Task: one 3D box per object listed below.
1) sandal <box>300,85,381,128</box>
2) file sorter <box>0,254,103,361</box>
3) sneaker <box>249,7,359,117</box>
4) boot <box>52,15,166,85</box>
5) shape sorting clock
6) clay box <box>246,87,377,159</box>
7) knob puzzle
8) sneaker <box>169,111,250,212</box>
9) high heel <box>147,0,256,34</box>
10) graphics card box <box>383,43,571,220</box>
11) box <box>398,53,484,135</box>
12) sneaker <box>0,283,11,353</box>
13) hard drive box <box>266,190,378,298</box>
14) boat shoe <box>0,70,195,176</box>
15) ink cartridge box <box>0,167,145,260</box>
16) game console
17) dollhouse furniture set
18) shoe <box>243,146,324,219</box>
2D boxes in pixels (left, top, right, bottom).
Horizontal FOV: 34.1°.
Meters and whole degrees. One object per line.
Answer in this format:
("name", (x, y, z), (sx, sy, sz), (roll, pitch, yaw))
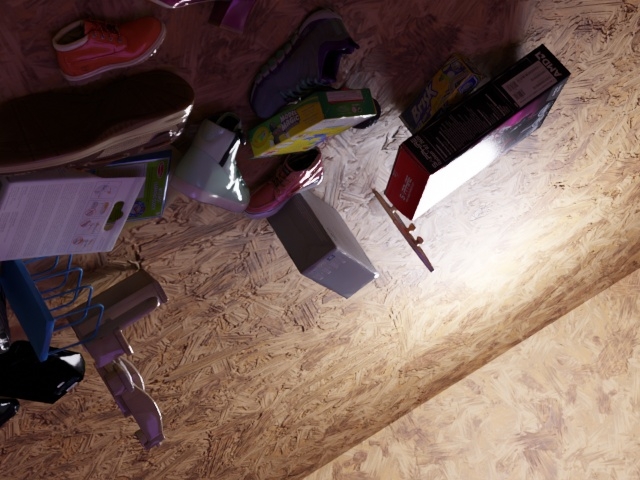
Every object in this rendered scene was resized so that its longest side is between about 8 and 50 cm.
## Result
("sandal", (0.038, -0.247, 1.856), (0.179, 0.040, 0.067), (15, 123, -38))
("file sorter", (-0.449, 0.089, 1.739), (0.104, 0.170, 0.118), (-18, 151, -34))
("sneaker", (-0.030, -0.263, 1.675), (0.083, 0.098, 0.224), (0, 139, -48))
("boot", (-0.288, -0.275, 1.422), (0.158, 0.059, 0.085), (-27, 148, -9))
("shape sorting clock", (-0.318, -0.092, 1.714), (0.206, 0.040, 0.206), (-17, 144, -13))
("clay box", (-0.026, -0.195, 1.774), (0.127, 0.053, 0.222), (-12, 174, -43))
("knob puzzle", (0.199, -0.011, 2.250), (0.030, 0.213, 0.213), (-35, 154, 7))
("sneaker", (-0.153, -0.135, 1.772), (0.151, 0.094, 0.256), (-62, 166, 5))
("high heel", (-0.175, -0.363, 1.399), (0.244, 0.082, 0.117), (12, 102, -39))
("graphics card box", (0.304, -0.208, 2.049), (0.371, 0.094, 0.233), (-37, 165, -17))
("box", (0.229, -0.272, 1.989), (0.054, 0.059, 0.169), (1, 138, -51))
("sneaker", (-0.567, 0.131, 1.651), (0.132, 0.229, 0.086), (-17, 115, -11))
("hard drive box", (0.000, 0.000, 2.068), (0.089, 0.181, 0.232), (-38, 153, 11))
("boat shoe", (-0.343, -0.145, 1.516), (0.342, 0.123, 0.123), (-24, 152, -31))
("ink cartridge box", (-0.419, -0.050, 1.657), (0.232, 0.066, 0.189), (-10, 145, -41))
("game console", (-0.646, 0.329, 2.076), (0.361, 0.044, 0.213), (-39, 151, 12))
("dollhouse furniture set", (-0.308, 0.256, 1.960), (0.173, 0.303, 0.356), (-32, 111, -14))
("shoe", (-0.071, -0.111, 1.937), (0.178, 0.063, 0.081), (-31, 153, -16))
